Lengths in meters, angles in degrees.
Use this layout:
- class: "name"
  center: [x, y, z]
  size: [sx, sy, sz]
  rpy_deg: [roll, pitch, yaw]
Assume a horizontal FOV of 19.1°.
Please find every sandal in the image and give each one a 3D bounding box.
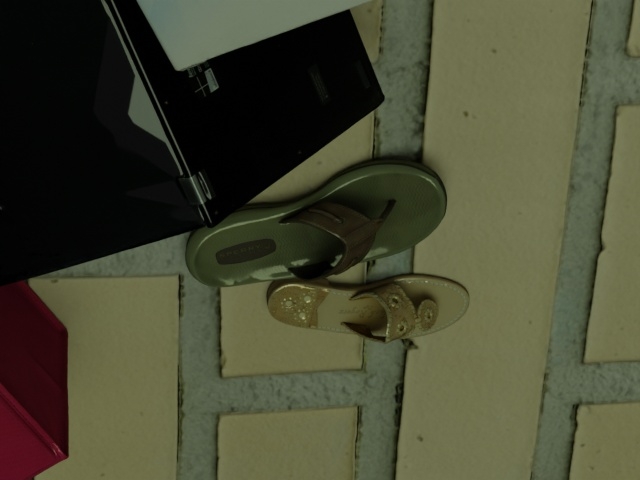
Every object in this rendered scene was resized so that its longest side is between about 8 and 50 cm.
- class: "sandal"
  center: [-0.001, 0.002, 2.126]
  size: [0.303, 0.086, 0.120]
  rpy_deg: [-18, 122, 4]
- class: "sandal"
  center: [0.059, 0.092, 2.193]
  size: [0.240, 0.079, 0.088]
  rpy_deg: [4, 120, -10]

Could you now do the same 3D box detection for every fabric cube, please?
- class: "fabric cube"
  center: [-0.447, 0.147, 2.057]
  size: [0.258, 0.259, 0.254]
  rpy_deg: [-30, 119, 11]

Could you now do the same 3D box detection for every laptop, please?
- class: "laptop"
  center: [-0.208, -0.207, 1.861]
  size: [0.408, 0.236, 0.382]
  rpy_deg: [-37, 116, -33]

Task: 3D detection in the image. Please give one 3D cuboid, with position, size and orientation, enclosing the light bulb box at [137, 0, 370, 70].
- class: "light bulb box"
  center: [-0.031, -0.384, 1.559]
  size: [0.358, 0.225, 0.361]
  rpy_deg: [-18, 124, 18]
